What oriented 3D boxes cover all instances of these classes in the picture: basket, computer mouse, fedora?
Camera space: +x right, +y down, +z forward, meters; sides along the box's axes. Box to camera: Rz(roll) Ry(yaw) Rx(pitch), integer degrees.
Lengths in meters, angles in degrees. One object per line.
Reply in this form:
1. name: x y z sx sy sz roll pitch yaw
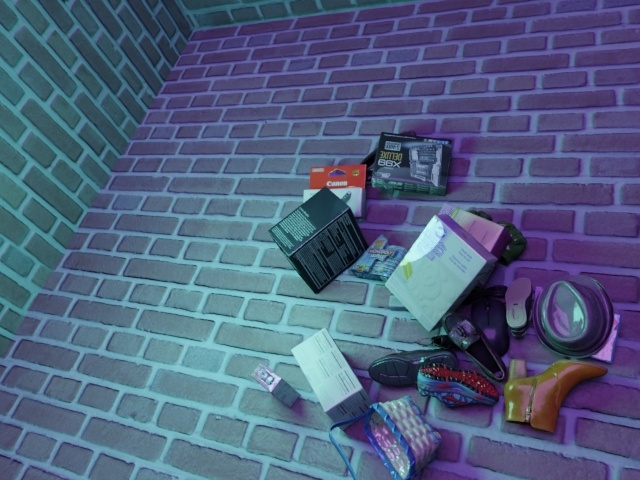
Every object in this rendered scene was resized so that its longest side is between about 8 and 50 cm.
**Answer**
1. basket: 0.201 0.626 1.656 0.288 0.201 0.255 -12 45 -25
2. computer mouse: 0.563 0.268 1.858 0.188 0.072 0.272 -11 53 15
3. fedora: 0.773 0.221 1.703 0.243 0.124 0.276 -10 64 35

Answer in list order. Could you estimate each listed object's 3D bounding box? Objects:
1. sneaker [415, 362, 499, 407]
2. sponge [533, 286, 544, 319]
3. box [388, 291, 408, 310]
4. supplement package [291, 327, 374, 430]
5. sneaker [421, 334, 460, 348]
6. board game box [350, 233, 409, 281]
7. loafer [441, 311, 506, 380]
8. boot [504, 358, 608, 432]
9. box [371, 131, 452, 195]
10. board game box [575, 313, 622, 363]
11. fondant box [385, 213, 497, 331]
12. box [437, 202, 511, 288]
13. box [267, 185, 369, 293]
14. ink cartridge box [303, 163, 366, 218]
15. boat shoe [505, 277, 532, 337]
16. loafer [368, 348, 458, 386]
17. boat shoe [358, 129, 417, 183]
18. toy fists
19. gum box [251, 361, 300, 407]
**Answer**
1. sneaker: 0.436 0.480 1.756 0.261 0.125 0.104 16 30 8
2. sponge: 0.818 0.220 1.807 0.210 0.031 0.117 5 61 25
3. box: 0.338 0.172 2.044 0.145 0.038 0.186 -2 55 21
4. supplement package: 0.044 0.470 1.851 0.145 0.204 0.262 -32 51 -3
5. sneaker: 0.433 0.342 1.833 0.170 0.089 0.051 -8 79 44
6. board game box: 0.242 0.063 2.119 0.194 0.060 0.194 3 51 49
7. loafer: 0.499 0.336 1.750 0.096 0.084 0.267 -44 83 5
8. boot: 0.709 0.472 1.646 0.295 0.104 0.211 -4 62 24
9. box: 0.384 -0.323 2.292 0.307 0.076 0.243 9 64 11
10. board game box: 0.871 0.295 1.708 0.103 0.026 0.154 14 79 28
11. fondant box: 0.401 0.109 1.861 0.238 0.096 0.330 47 121 28
12. box: 0.511 0.016 1.946 0.243 0.117 0.214 28 88 35
13. box: 0.000 0.000 2.145 0.294 0.296 0.183 -38 50 -6
14. ink cartridge box: 0.061 -0.213 2.361 0.275 0.060 0.239 0 84 23
15. boat shoe: 0.673 0.222 1.846 0.084 0.079 0.233 -8 39 32
16. loafer: 0.316 0.424 1.855 0.302 0.095 0.109 -11 97 17
17. boat shoe: 0.301 -0.388 2.417 0.335 0.095 0.112 -43 51 -10
18. toy fists: 0.624 -0.028 2.026 0.279 0.096 0.142 30 72 37
19. gum box: -0.159 0.509 1.920 0.107 0.188 0.062 28 71 35
